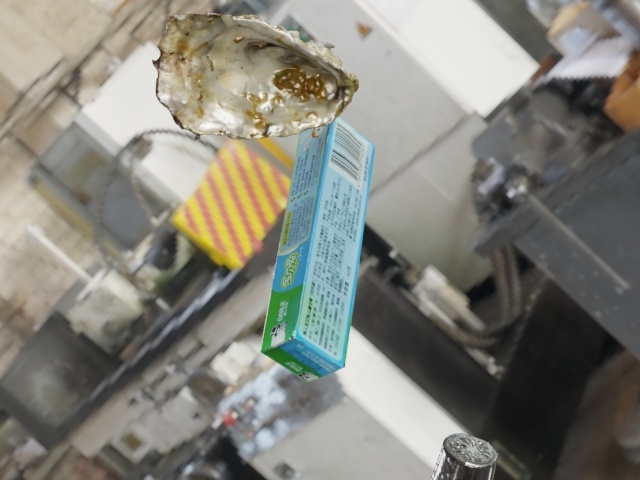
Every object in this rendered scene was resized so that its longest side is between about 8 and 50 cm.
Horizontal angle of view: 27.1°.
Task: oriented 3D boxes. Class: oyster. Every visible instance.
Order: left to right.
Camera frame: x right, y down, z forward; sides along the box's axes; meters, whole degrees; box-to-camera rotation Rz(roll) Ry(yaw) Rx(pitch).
[{"bbox_3d":[-0.051,-0.137,1.105,0.177,0.105,0.056,-5,3,-16],"label":"oyster"}]

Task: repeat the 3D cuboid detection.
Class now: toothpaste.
[{"bbox_3d":[0.000,0.000,1.244,0.050,0.065,0.266,-24,42,37],"label":"toothpaste"}]

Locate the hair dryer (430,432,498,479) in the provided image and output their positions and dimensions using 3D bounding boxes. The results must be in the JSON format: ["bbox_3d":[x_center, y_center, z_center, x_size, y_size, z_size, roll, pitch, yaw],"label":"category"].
[{"bbox_3d":[0.090,0.248,0.781,0.219,0.075,0.195,-115,33,-59],"label":"hair dryer"}]
